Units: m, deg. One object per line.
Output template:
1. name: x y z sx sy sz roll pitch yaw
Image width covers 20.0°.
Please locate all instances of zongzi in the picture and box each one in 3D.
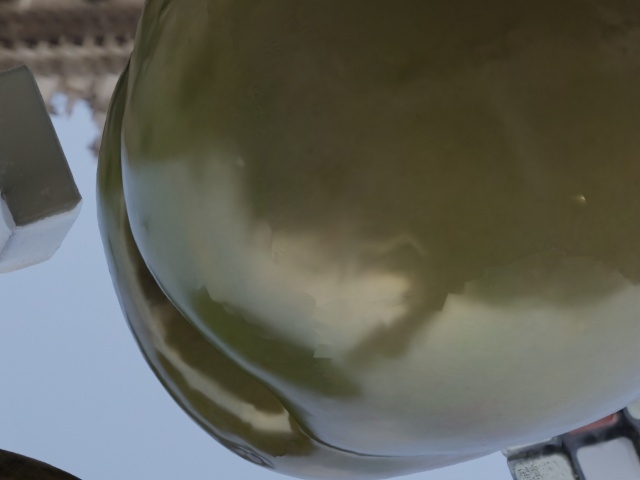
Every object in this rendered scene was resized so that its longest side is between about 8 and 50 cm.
1. zongzi: -0.180 0.131 1.008 0.076 0.083 0.040 36 -125 -46

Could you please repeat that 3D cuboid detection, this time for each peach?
1. peach: 0.053 -0.041 0.682 0.292 0.292 0.247 -18 -119 -41

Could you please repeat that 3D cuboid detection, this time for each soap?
1. soap: -0.242 -0.049 1.399 0.064 0.183 0.121 -19 -96 -19

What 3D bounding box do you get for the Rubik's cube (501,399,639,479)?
1. Rubik's cube: 0.267 0.037 1.285 0.259 0.256 0.253 -20 -92 -43
